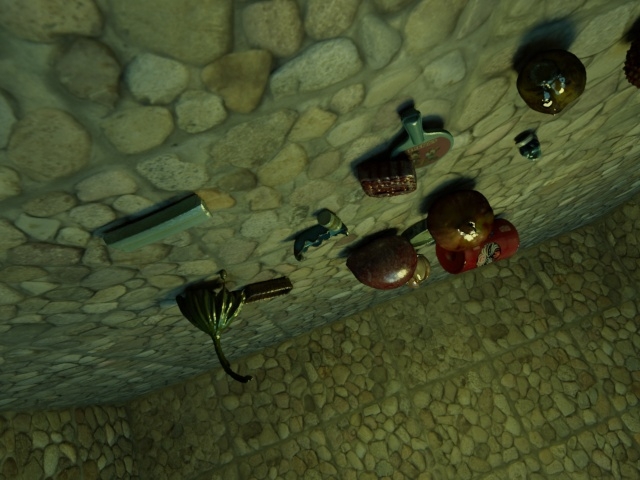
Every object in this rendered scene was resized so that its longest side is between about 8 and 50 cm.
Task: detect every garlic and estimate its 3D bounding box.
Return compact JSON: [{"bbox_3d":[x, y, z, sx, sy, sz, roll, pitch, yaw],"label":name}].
[{"bbox_3d":[0.426,0.128,1.957,0.214,0.191,0.160,20,111,-47],"label":"garlic"}]

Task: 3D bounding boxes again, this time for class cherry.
[{"bbox_3d":[0.249,0.088,1.588,0.301,0.202,0.230,-7,162,0],"label":"cherry"}]

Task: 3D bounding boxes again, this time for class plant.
[{"bbox_3d":[-0.357,0.292,1.319,0.251,0.333,0.180,-18,150,29],"label":"plant"}]

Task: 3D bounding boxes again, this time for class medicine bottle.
[{"bbox_3d":[0.027,-0.056,1.185,0.047,0.047,0.083,-28,159,18],"label":"medicine bottle"}]

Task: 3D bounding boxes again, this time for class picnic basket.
[{"bbox_3d":[-0.209,0.195,1.596,0.194,0.054,0.110,-11,159,-30],"label":"picnic basket"}]

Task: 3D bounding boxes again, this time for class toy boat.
[{"bbox_3d":[0.000,0.000,1.259,0.186,0.077,0.075,-22,162,0],"label":"toy boat"}]

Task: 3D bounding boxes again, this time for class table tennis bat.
[{"bbox_3d":[0.225,-0.226,0.932,0.153,0.040,0.244,-19,159,15],"label":"table tennis bat"}]

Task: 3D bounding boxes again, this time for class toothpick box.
[{"bbox_3d":[0.744,0.024,1.933,0.334,0.204,0.204,-14,159,-22],"label":"toothpick box"}]

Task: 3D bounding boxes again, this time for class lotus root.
[{"bbox_3d":[0.479,-0.327,0.843,0.210,0.120,0.120,0,151,-49],"label":"lotus root"}]

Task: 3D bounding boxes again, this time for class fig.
[{"bbox_3d":[0.486,-0.070,1.404,0.224,0.223,0.263,-23,157,4],"label":"fig"}]

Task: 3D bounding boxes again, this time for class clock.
[{"bbox_3d":[0.443,-0.037,1.680,0.226,0.048,0.226,-18,160,-7],"label":"clock"}]

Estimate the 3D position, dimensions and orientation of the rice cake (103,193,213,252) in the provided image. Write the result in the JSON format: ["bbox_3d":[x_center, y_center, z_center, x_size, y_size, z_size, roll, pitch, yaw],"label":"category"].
[{"bbox_3d":[-0.340,-0.031,0.871,0.222,0.042,0.080,-23,159,2],"label":"rice cake"}]

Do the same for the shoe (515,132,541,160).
[{"bbox_3d":[0.628,-0.271,1.214,0.064,0.071,0.143,-32,163,29],"label":"shoe"}]

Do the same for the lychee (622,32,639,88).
[{"bbox_3d":[0.753,-0.399,0.851,0.188,0.187,0.188,-19,161,-7],"label":"lychee"}]

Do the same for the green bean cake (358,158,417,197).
[{"bbox_3d":[0.169,-0.150,1.011,0.135,0.056,0.136,-6,166,16],"label":"green bean cake"}]
